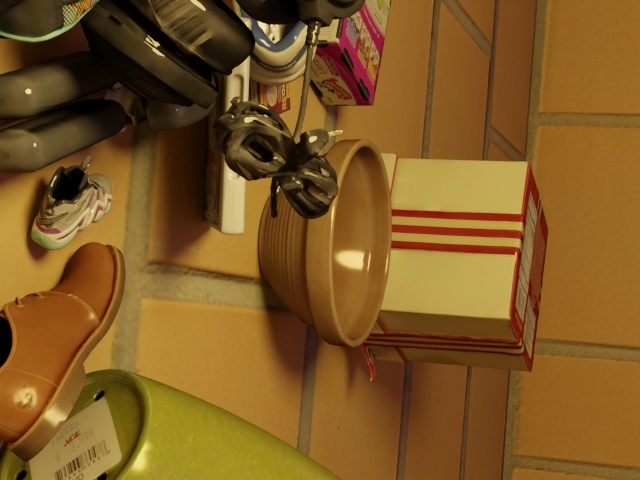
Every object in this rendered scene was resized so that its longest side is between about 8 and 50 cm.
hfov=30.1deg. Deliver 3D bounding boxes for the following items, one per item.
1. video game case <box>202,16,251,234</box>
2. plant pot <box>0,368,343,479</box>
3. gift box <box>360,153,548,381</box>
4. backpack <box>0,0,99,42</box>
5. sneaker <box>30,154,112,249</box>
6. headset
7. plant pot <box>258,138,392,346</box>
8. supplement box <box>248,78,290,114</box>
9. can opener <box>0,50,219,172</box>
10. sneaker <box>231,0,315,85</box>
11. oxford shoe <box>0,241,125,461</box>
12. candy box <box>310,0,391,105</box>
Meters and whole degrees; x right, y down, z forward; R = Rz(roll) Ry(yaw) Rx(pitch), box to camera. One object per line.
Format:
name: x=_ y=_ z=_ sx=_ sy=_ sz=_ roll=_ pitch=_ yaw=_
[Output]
video game case: x=-0.088 y=-0.102 z=1.095 sx=0.201 sy=0.023 sz=0.183 roll=-161 pitch=-107 yaw=-80
plant pot: x=-0.107 y=0.239 z=0.931 sx=0.293 sy=0.275 sz=0.274 roll=55 pitch=40 yaw=-38
gift box: x=0.149 y=0.046 z=1.580 sx=0.255 sy=0.258 sz=0.276 roll=60 pitch=38 yaw=-57
backpack: x=-0.188 y=-0.207 z=0.713 sx=0.188 sy=0.166 sz=0.144 roll=-48 pitch=147 yaw=-65
sneaker: x=-0.183 y=-0.042 z=0.914 sx=0.069 sy=0.038 sz=0.098 roll=-66 pitch=177 yaw=37
headset: x=-0.074 y=-0.190 z=0.818 sx=0.185 sy=0.243 sz=0.394 roll=28 pitch=36 yaw=-60
plant pot: x=0.000 y=0.000 z=1.371 sx=0.237 sy=0.110 sz=0.237 roll=4 pitch=90 yaw=-70
supplement box: x=-0.066 y=-0.157 z=1.255 sx=0.083 sy=0.043 sz=0.055 roll=-40 pitch=129 yaw=-65
can opener: x=-0.156 y=-0.113 z=0.922 sx=0.283 sy=0.095 sz=0.076 roll=-50 pitch=139 yaw=-70
sneaker: x=-0.037 y=-0.302 z=1.134 sx=0.131 sy=0.112 sz=0.296 roll=164 pitch=-79 yaw=-86
oxford shoe: x=-0.201 y=0.060 z=0.880 sx=0.076 sy=0.076 sz=0.212 roll=39 pitch=32 yaw=-18
candy box: x=0.032 y=-0.305 z=1.467 sx=0.159 sy=0.071 sz=0.233 roll=52 pitch=45 yaw=-62
